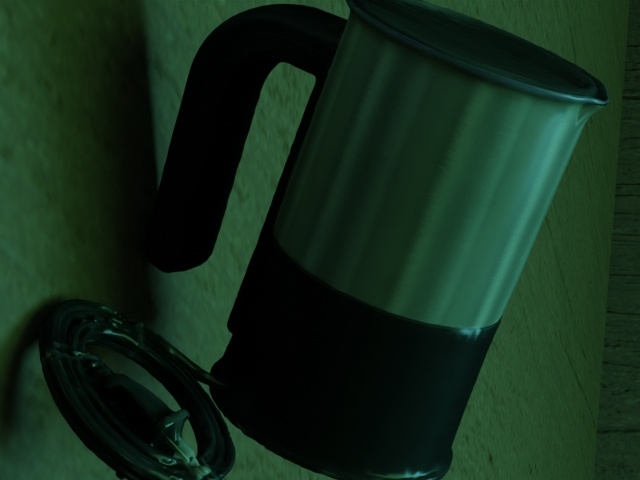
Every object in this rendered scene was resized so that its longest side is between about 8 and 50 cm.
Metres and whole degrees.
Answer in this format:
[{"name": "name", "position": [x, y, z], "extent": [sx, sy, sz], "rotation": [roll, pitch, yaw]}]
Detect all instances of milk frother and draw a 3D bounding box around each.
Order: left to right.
[{"name": "milk frother", "position": [0.000, 0.000, 0.457], "extent": [0.143, 0.129, 0.135], "rotation": [-62, 172, -72]}]
